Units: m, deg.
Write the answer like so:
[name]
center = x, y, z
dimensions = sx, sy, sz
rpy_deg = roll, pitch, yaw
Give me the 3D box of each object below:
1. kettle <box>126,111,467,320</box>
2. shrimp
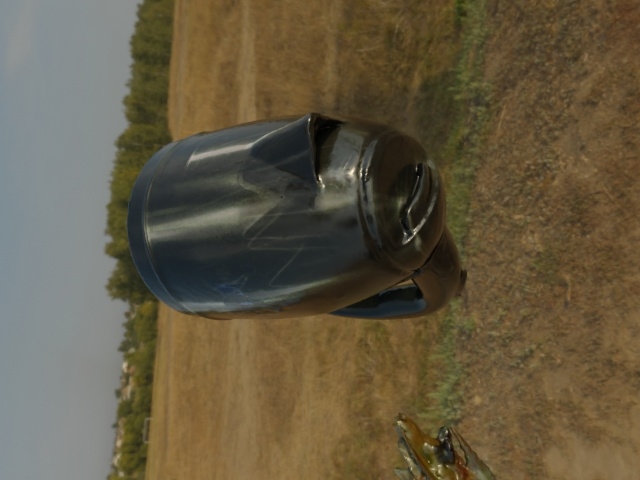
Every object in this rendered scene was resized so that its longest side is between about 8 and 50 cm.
[kettle]
center = 0.000, 0.000, 0.606
dimensions = 0.324, 0.321, 0.228
rpy_deg = -5, 48, 40
[shrimp]
center = 0.090, 0.224, 0.382
dimensions = 0.051, 0.115, 0.217
rpy_deg = -127, 16, -83
